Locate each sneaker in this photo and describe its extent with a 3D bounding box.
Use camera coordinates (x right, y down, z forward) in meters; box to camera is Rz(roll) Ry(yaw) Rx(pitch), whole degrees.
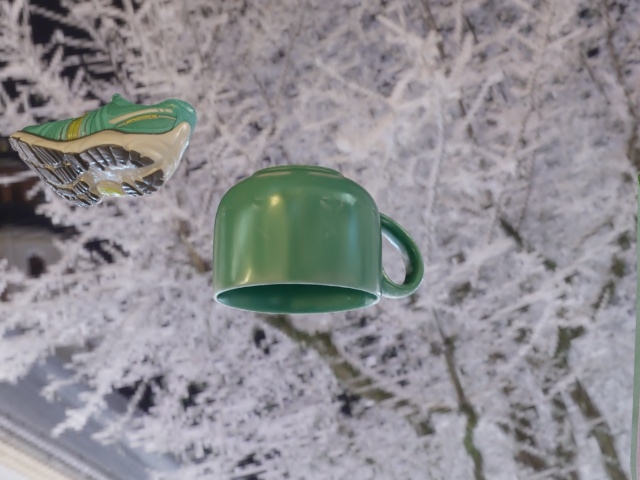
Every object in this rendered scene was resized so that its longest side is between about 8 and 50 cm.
[{"bbox_3d":[-0.243,-0.107,1.376,0.275,0.110,0.107,2,-40,40],"label":"sneaker"}]

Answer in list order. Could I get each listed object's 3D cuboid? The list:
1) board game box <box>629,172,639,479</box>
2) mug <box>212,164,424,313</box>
[{"bbox_3d":[0.227,0.125,0.411,0.242,0.064,0.316,-1,-59,10],"label":"board game box"},{"bbox_3d":[-0.010,0.000,0.948,0.129,0.097,0.158,-10,-16,34],"label":"mug"}]
